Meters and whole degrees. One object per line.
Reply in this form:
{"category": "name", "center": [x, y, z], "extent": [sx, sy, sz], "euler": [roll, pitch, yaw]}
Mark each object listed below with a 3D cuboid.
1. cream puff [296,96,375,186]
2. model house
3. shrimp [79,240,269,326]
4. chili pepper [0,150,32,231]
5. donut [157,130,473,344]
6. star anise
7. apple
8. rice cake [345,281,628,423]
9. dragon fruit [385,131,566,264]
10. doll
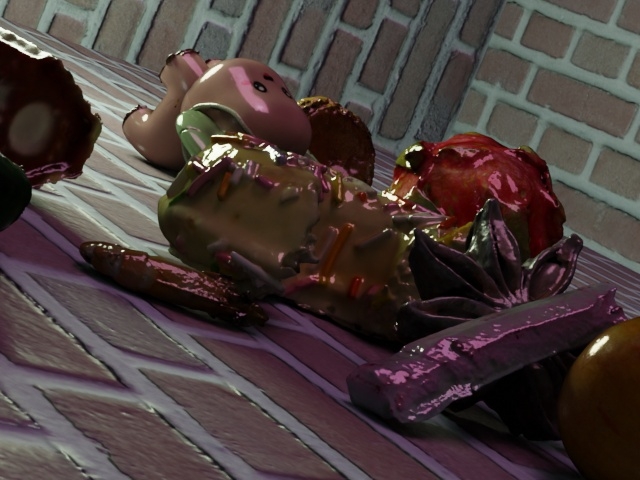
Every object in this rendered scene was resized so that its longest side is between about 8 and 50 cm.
{"category": "cream puff", "center": [-0.023, -0.122, 2.606], "extent": [0.183, 0.183, 0.169], "euler": [19, -17, -27]}
{"category": "model house", "center": [-0.354, -0.147, 1.718], "extent": [0.196, 0.160, 0.254], "euler": [28, 8, 42]}
{"category": "shrimp", "center": [-0.131, 0.035, 1.521], "extent": [0.184, 0.043, 0.091], "euler": [22, 4, 2]}
{"category": "chili pepper", "center": [-0.323, -0.051, 1.383], "extent": [0.148, 0.116, 0.264], "euler": [32, 3, -26]}
{"category": "donut", "center": [0.002, 0.000, 1.714], "extent": [0.371, 0.150, 0.307], "euler": [20, 3, -36]}
{"category": "star anise", "center": [0.170, 0.089, 1.585], "extent": [0.223, 0.109, 0.236], "euler": [-18, 71, -37]}
{"category": "apple", "center": [0.297, 0.155, 1.446], "extent": [0.182, 0.182, 0.155], "euler": [14, 34, -50]}
{"category": "rice cake", "center": [0.158, 0.096, 1.465], "extent": [0.290, 0.051, 0.081], "euler": [-16, 34, -30]}
{"category": "dragon fruit", "center": [0.188, -0.009, 2.098], "extent": [0.231, 0.237, 0.303], "euler": [-2, 26, -16]}
{"category": "doll", "center": [-0.120, -0.133, 2.325], "extent": [0.284, 0.216, 0.268], "euler": [8, 38, -51]}
